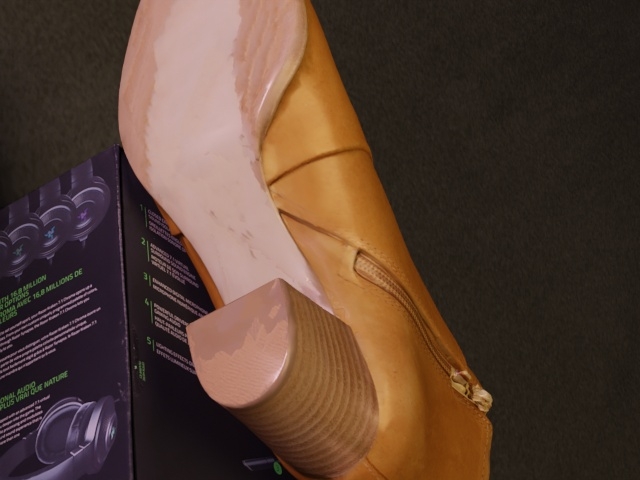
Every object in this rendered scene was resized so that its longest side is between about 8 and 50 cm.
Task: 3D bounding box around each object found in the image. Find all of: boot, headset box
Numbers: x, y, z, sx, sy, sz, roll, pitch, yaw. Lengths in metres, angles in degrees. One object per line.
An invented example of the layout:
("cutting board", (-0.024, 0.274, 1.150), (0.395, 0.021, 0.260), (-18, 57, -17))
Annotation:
("boot", (0.001, 0.000, 0.866), (0.211, 0.104, 0.295), (40, 34, -51))
("headset box", (-0.067, 0.125, 0.861), (0.246, 0.131, 0.283), (37, 35, -44))
